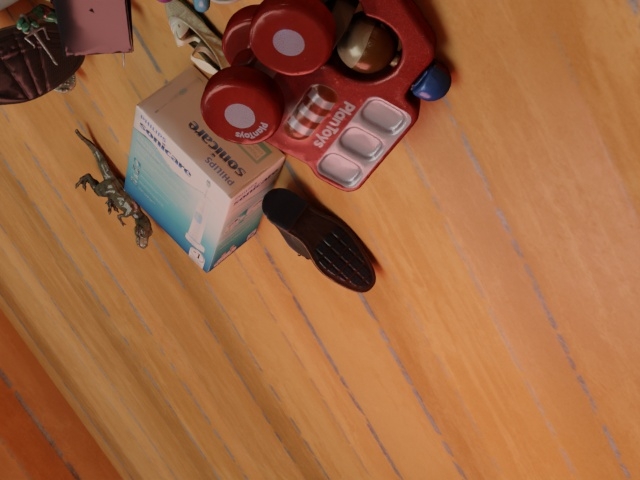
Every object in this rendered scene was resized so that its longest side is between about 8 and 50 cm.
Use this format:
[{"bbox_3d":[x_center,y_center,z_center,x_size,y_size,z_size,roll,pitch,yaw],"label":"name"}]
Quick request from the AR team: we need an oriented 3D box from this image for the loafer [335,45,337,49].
[{"bbox_3d":[-0.027,-0.269,1.617,0.050,0.056,0.148,-26,106,33],"label":"loafer"}]

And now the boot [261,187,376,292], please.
[{"bbox_3d":[0.000,0.000,1.975,0.219,0.082,0.106,43,176,1],"label":"boot"}]

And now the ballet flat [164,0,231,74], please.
[{"bbox_3d":[-0.182,-0.295,1.843,0.168,0.052,0.057,42,154,13],"label":"ballet flat"}]

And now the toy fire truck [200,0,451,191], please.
[{"bbox_3d":[0.016,-0.209,1.514,0.254,0.169,0.302,27,132,-16],"label":"toy fire truck"}]

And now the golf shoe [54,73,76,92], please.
[{"bbox_3d":[-0.506,-0.326,2.321,0.176,0.069,0.086,43,173,22],"label":"golf shoe"}]

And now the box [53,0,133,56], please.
[{"bbox_3d":[-0.311,-0.405,1.676,0.184,0.103,0.261,90,172,-57],"label":"box"}]

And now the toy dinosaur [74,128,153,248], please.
[{"bbox_3d":[-0.422,-0.102,2.490,0.268,0.064,0.118,56,147,-11],"label":"toy dinosaur"}]

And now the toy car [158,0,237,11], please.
[{"bbox_3d":[-0.175,-0.368,1.608,0.182,0.136,0.159,44,168,9],"label":"toy car"}]

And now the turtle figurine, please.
[{"bbox_3d":[-0.396,-0.374,1.971,0.118,0.175,0.234,-115,9,-64],"label":"turtle figurine"}]

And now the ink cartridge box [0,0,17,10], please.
[{"bbox_3d":[-0.701,-0.420,2.160,0.226,0.306,0.131,34,155,51],"label":"ink cartridge box"}]

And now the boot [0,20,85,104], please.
[{"bbox_3d":[-0.629,-0.321,2.224,0.284,0.377,0.138,43,156,55],"label":"boot"}]

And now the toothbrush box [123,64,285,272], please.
[{"bbox_3d":[-0.197,-0.110,2.040,0.216,0.126,0.295,44,155,10],"label":"toothbrush box"}]
